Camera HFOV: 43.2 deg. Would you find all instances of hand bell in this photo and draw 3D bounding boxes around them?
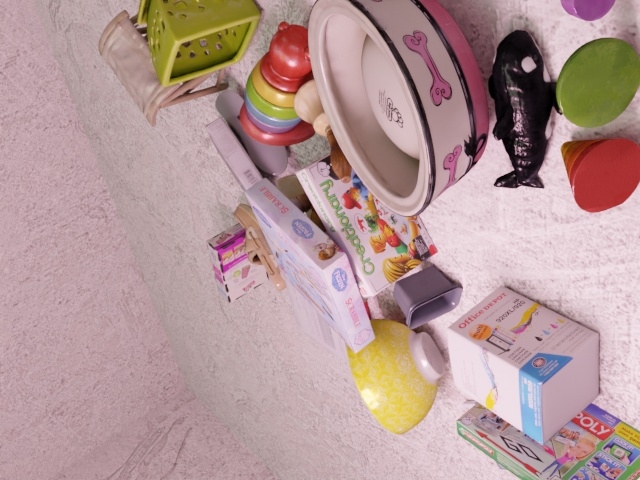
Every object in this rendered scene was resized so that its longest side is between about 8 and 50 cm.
[{"bbox_3d":[0.025,-0.209,1.646,0.126,0.126,0.242,92,169,-50],"label":"hand bell"}]

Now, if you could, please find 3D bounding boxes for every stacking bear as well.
[{"bbox_3d":[-0.076,-0.352,1.769,0.175,0.164,0.289,51,149,15],"label":"stacking bear"}]

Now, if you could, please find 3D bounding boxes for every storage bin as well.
[{"bbox_3d":[0.228,0.122,1.780,0.091,0.135,0.098,55,157,34],"label":"storage bin"}]

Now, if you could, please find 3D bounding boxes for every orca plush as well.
[{"bbox_3d":[0.301,-0.190,1.314,0.151,0.102,0.287,41,150,32],"label":"orca plush"}]

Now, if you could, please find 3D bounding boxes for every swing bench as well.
[{"bbox_3d":[-0.400,-0.475,2.086,0.253,0.254,0.165,53,154,11],"label":"swing bench"}]

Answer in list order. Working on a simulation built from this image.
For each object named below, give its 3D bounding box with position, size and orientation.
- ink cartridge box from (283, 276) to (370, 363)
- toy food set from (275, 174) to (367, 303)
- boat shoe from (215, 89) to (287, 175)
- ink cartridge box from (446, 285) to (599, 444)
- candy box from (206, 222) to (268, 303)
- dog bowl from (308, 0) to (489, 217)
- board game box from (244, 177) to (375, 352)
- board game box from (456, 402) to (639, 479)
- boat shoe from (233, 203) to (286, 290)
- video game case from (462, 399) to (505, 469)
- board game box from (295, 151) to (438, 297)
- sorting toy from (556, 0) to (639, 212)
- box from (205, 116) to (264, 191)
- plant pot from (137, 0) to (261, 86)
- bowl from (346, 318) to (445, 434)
[{"bbox_3d":[0.032,0.146,2.147,0.272,0.130,0.310,30,143,46],"label":"ink cartridge box"},{"bbox_3d":[0.000,0.000,1.901,0.306,0.092,0.220,52,170,49],"label":"toy food set"},{"bbox_3d":[-0.176,-0.273,2.108,0.267,0.096,0.088,47,179,10],"label":"boat shoe"},{"bbox_3d":[0.387,0.232,1.553,0.232,0.171,0.168,29,142,45],"label":"ink cartridge box"},{"bbox_3d":[-0.260,0.066,2.555,0.071,0.159,0.233,38,148,39],"label":"candy box"},{"bbox_3d":[0.137,-0.255,1.411,0.408,0.150,0.408,56,163,28],"label":"dog bowl"},{"bbox_3d":[-0.022,0.057,1.818,0.318,0.066,0.318,44,164,38],"label":"board game box"},{"bbox_3d":[0.450,0.383,1.559,0.317,0.213,0.046,30,143,45],"label":"board game box"},{"bbox_3d":[-0.174,0.013,2.341,0.341,0.110,0.122,46,174,42],"label":"boat shoe"},{"bbox_3d":[0.432,0.463,1.907,0.190,0.022,0.173,60,155,-3],"label":"video game case"},{"bbox_3d":[0.101,-0.057,1.722,0.305,0.193,0.053,61,155,-6],"label":"board game box"},{"bbox_3d":[0.375,-0.221,1.171,0.126,0.127,0.366,-122,12,-58],"label":"sorting toy"},{"bbox_3d":[-0.210,-0.190,2.171,0.232,0.058,0.322,56,175,3],"label":"box"},{"bbox_3d":[-0.301,-0.526,1.900,0.207,0.228,0.227,63,156,8],"label":"plant pot"},{"bbox_3d":[0.204,0.302,1.945,0.156,0.289,0.290,-29,93,22],"label":"bowl"}]
